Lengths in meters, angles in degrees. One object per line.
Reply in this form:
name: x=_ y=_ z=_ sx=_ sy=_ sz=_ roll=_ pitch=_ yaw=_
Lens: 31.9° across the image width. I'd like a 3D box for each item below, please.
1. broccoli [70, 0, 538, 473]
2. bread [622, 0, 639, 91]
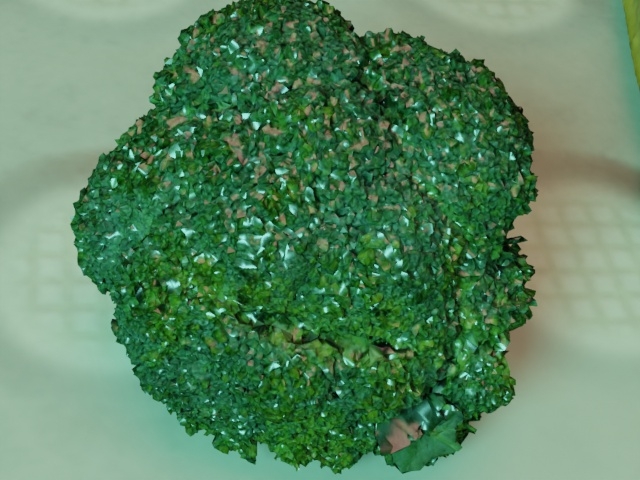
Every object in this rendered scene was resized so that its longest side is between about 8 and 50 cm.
broccoli: x=0.000 y=0.000 z=0.439 sx=0.195 sy=0.195 sz=0.156 roll=35 pitch=13 yaw=19
bread: x=0.342 y=-0.126 z=0.631 sx=0.323 sy=0.143 sz=0.333 roll=9 pitch=47 yaw=-4
